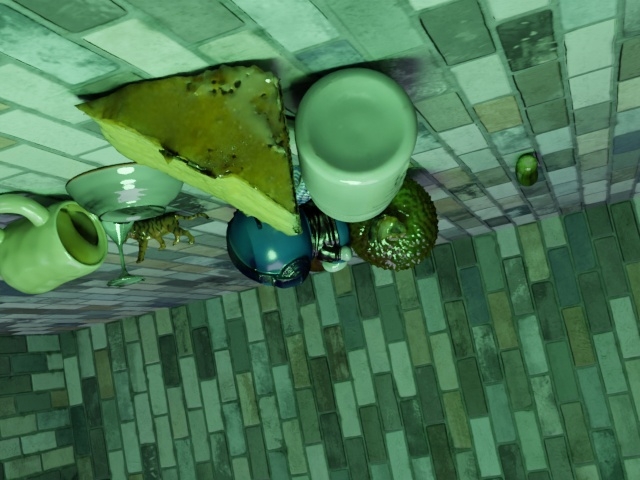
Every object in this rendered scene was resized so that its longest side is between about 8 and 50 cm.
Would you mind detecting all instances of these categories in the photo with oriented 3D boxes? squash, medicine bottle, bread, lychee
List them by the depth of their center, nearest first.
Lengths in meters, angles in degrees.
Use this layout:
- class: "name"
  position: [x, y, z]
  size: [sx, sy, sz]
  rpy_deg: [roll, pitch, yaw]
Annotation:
- class: "bread"
  position: [-0.185, -0.113, 1.287]
  size: [0.315, 0.279, 0.248]
  rpy_deg: [-17, 171, -1]
- class: "medicine bottle"
  position: [0.063, -0.159, 1.466]
  size: [0.211, 0.211, 0.371]
  rpy_deg: [-11, 171, 0]
- class: "lychee"
  position: [0.187, -0.048, 2.116]
  size: [0.270, 0.269, 0.320]
  rpy_deg: [-10, 156, -4]
- class: "squash"
  position: [0.593, -0.200, 2.270]
  size: [0.066, 0.066, 0.229]
  rpy_deg: [-13, 170, 12]

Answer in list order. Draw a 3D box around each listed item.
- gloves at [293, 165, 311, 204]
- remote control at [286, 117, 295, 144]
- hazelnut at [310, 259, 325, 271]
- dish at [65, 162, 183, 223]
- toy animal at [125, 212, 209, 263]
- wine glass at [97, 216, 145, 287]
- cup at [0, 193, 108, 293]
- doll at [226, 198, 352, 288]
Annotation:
- class: "gloves"
  position: [-0.079, -0.125, 1.904]
  size: [0.229, 0.097, 0.119]
  rpy_deg: [-20, -162, 22]
- class: "remote control"
  position: [-0.103, -0.212, 1.499]
  size: [0.088, 0.029, 0.190]
  rpy_deg: [-17, 166, 34]
- class: "hazelnut"
  position: [0.000, 0.000, 2.495]
  size: [0.178, 0.178, 0.204]
  rpy_deg: [2, 134, -53]
- class: "dish"
  position: [-0.411, -0.090, 1.709]
  size: [0.260, 0.085, 0.260]
  rpy_deg: [-11, 171, -2]
- class: "toy animal"
  position: [-0.400, -0.035, 2.079]
  size: [0.255, 0.116, 0.114]
  rpy_deg: [-19, -168, 15]
- class: "wine glass"
  position: [-0.493, 0.019, 1.959]
  size: [0.122, 0.182, 0.122]
  rpy_deg: [-12, 171, -2]
- class: "cup"
  position: [-0.622, 0.012, 1.724]
  size: [0.202, 0.173, 0.255]
  rpy_deg: [-20, 162, 23]
- class: "doll"
  position: [-0.087, -0.006, 2.041]
  size: [0.310, 0.284, 0.240]
  rpy_deg: [-16, 145, -13]
